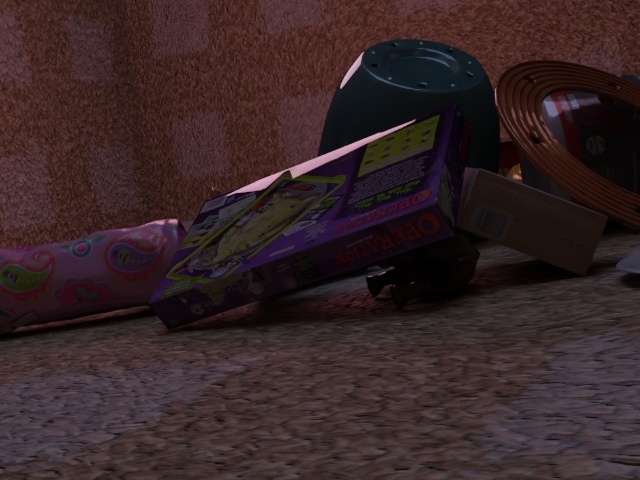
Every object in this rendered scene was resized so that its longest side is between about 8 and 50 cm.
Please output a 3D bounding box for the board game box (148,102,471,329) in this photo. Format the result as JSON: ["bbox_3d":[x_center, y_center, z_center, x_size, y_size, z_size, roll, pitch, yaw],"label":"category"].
[{"bbox_3d":[-0.009,-0.026,1.041,0.347,0.056,0.208,-19,24,26],"label":"board game box"}]

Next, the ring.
[{"bbox_3d":[0.357,-0.107,1.134,0.337,0.032,0.336,13,40,-11],"label":"ring"}]

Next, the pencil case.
[{"bbox_3d":[-0.299,0.050,1.215,0.284,0.124,0.124,-10,5,-1],"label":"pencil case"}]

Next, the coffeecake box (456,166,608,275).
[{"bbox_3d":[0.218,-0.027,1.056,0.142,0.068,0.185,21,6,1],"label":"coffeecake box"}]

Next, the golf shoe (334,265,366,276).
[{"bbox_3d":[0.000,0.000,1.264,0.140,0.115,0.306,-4,7,20],"label":"golf shoe"}]

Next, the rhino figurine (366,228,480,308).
[{"bbox_3d":[0.098,0.018,1.055,0.106,0.073,0.243,-16,8,-9],"label":"rhino figurine"}]

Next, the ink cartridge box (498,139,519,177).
[{"bbox_3d":[0.292,-0.119,1.913,0.309,0.130,0.272,-9,0,-3],"label":"ink cartridge box"}]

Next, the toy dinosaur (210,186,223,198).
[{"bbox_3d":[-0.113,-0.052,2.063,0.200,0.127,0.296,-4,8,-25],"label":"toy dinosaur"}]

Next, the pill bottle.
[{"bbox_3d":[0.479,-0.135,1.349,0.363,0.210,0.210,-9,5,0],"label":"pill bottle"}]

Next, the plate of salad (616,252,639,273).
[{"bbox_3d":[0.375,0.003,0.882,0.200,0.048,0.200,-8,5,1],"label":"plate of salad"}]

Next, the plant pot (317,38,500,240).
[{"bbox_3d":[0.138,-0.163,1.449,0.293,0.235,0.293,3,35,-2],"label":"plant pot"}]

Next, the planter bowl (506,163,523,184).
[{"bbox_3d":[0.420,-0.121,1.624,0.217,0.090,0.217,5,19,-2],"label":"planter bowl"}]
